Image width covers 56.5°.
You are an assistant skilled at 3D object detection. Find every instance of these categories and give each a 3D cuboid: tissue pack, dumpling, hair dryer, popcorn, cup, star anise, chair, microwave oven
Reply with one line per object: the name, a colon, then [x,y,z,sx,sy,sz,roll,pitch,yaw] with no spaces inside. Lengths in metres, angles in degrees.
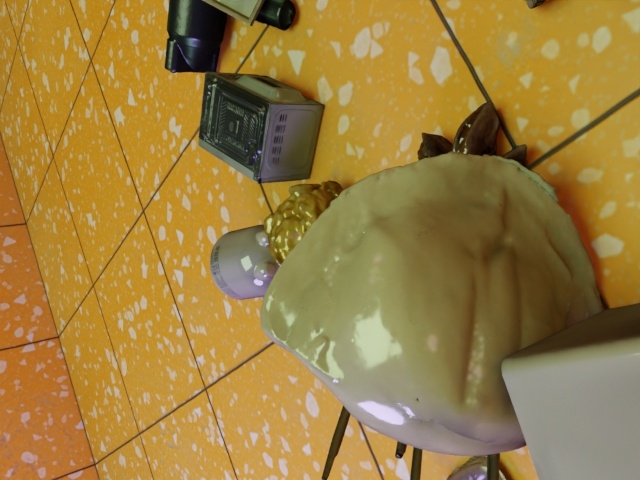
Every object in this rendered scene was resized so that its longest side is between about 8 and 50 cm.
tissue pack: [0.308,0.144,0.542,0.136,0.246,0.159,-27,76,48]
dumpling: [0.157,0.070,0.630,0.315,0.395,0.233,-60,15,6]
hair dryer: [-0.170,-0.404,1.110,0.302,0.116,0.244,32,123,33]
popcorn: [-0.016,0.003,0.965,0.163,0.140,0.194,-10,93,32]
cup: [-0.105,0.057,1.089,0.142,0.134,0.173,-11,87,48]
star anise: [0.194,-0.050,0.763,0.236,0.093,0.229,44,123,30]
chair: [0.140,0.218,0.832,0.188,0.166,0.272,-40,26,45]
microwave oven: [-0.115,-0.206,1.057,0.208,0.122,0.162,34,123,40]

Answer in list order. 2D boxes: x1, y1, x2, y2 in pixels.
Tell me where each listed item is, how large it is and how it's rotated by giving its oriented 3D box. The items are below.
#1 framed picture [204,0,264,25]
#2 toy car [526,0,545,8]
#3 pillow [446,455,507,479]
framed picture: [-0.125,-0.485,1.014,0.136,0.010,0.200,33,101,17]
toy car: [0.239,-0.336,0.671,0.055,0.069,0.142,-12,88,10]
pillow: [0.254,0.406,0.821,0.211,0.034,0.135,58,138,26]
